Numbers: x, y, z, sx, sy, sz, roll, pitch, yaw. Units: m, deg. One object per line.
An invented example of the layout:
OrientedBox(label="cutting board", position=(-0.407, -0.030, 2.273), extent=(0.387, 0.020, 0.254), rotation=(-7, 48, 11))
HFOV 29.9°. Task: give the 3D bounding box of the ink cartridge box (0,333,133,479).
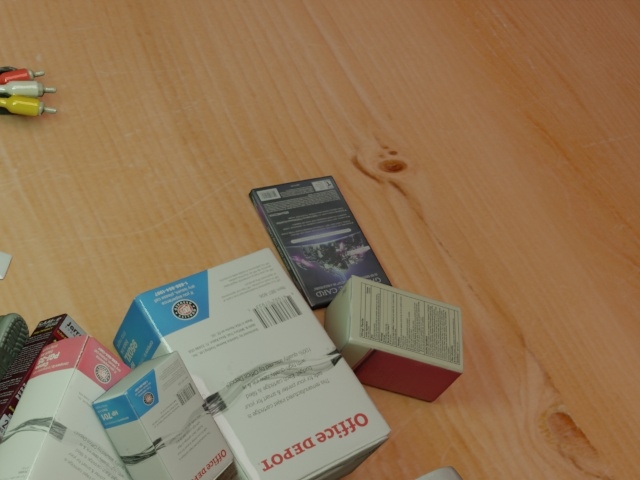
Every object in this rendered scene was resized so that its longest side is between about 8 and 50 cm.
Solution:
OrientedBox(label="ink cartridge box", position=(-0.356, 0.315, 1.761), extent=(0.207, 0.117, 0.283), rotation=(47, 43, -33))

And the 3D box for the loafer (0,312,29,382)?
OrientedBox(label="loafer", position=(-0.537, 0.221, 1.853), extent=(0.087, 0.094, 0.251), rotation=(3, 48, 23))

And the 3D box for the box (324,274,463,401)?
OrientedBox(label="box", position=(0.133, 0.183, 2.204), extent=(0.232, 0.127, 0.149), rotation=(17, 50, -16))

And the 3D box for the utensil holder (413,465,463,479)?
OrientedBox(label="utensil holder", position=(0.188, 0.583, 1.804), extent=(0.327, 0.327, 0.385), rotation=(-18, 64, -37))

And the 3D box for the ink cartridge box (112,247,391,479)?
OrientedBox(label="ink cartridge box", position=(-0.117, 0.244, 1.995), extent=(0.285, 0.166, 0.395), rotation=(-20, 67, -37))

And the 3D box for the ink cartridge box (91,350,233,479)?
OrientedBox(label="ink cartridge box", position=(-0.230, 0.281, 1.768), extent=(0.139, 0.082, 0.191), rotation=(-39, 107, -55))

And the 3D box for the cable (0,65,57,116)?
OrientedBox(label="cable", position=(-0.628, -0.272, 2.173), extent=(0.287, 0.072, 0.139), rotation=(-4, 53, -30))

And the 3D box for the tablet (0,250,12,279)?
OrientedBox(label="tablet", position=(-0.567, 0.031, 2.021), extent=(0.083, 0.006, 0.054), rotation=(21, 49, -13))

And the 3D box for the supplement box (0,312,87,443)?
OrientedBox(label="supplement box", position=(-0.427, 0.244, 1.858), extent=(0.130, 0.073, 0.239), rotation=(51, 41, -26))

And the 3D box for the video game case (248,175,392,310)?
OrientedBox(label="video game case", position=(0.000, 0.000, 2.341), extent=(0.196, 0.026, 0.274), rotation=(-12, 63, -34))
